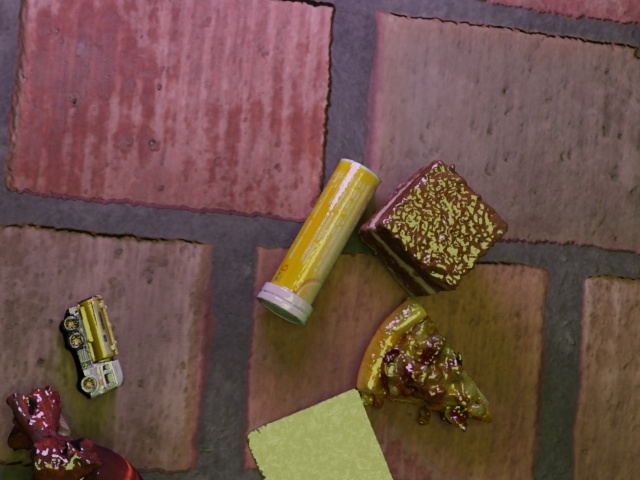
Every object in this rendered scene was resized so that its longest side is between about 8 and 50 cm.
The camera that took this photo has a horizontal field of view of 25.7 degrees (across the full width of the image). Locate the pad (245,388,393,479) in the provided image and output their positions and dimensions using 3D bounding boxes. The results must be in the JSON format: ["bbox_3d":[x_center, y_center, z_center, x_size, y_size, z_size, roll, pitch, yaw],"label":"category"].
[{"bbox_3d":[0.018,0.327,1.807,0.158,0.003,0.235,-23,89,0],"label":"pad"}]

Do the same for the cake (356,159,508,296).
[{"bbox_3d":[0.140,-0.013,1.806,0.134,0.147,0.135,-45,95,-10],"label":"cake"}]

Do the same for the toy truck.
[{"bbox_3d":[-0.285,0.134,1.755,0.063,0.052,0.123,-16,87,-19],"label":"toy truck"}]

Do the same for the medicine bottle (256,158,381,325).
[{"bbox_3d":[0.000,0.000,1.817,0.074,0.074,0.218,31,78,-7],"label":"medicine bottle"}]

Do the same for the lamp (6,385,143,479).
[{"bbox_3d":[-0.286,0.299,1.693,0.151,0.215,0.223,-10,110,-26],"label":"lamp"}]

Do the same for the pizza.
[{"bbox_3d":[0.147,0.182,1.828,0.194,0.069,0.154,33,79,-3],"label":"pizza"}]
